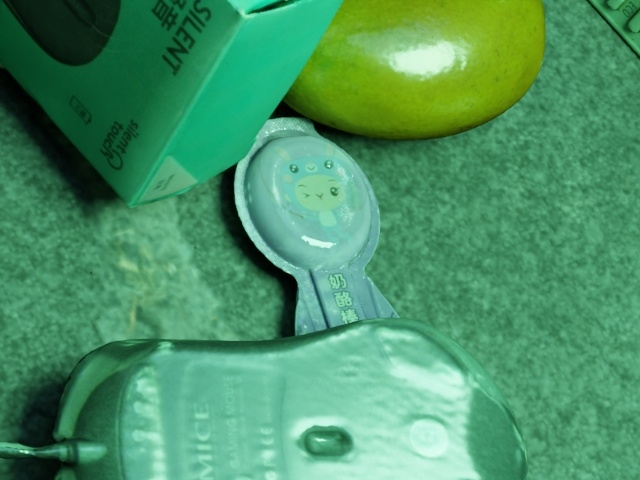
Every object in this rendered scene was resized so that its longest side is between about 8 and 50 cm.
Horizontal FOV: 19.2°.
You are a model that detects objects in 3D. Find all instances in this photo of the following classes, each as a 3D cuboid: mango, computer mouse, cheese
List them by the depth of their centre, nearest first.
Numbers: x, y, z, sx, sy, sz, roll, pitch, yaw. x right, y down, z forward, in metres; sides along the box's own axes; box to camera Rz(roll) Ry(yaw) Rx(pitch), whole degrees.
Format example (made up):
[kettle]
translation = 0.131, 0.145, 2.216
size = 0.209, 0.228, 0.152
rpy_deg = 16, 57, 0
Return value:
[computer mouse]
translation = -0.055, 0.133, 1.165
size = 0.379, 0.090, 0.167
rpy_deg = 4, 63, -16
[cheese]
translation = 0.000, 0.000, 1.283
size = 0.105, 0.042, 0.190
rpy_deg = -9, 69, -27
[mango]
translation = 0.061, -0.139, 1.335
size = 0.221, 0.120, 0.151
rpy_deg = -23, 61, -32

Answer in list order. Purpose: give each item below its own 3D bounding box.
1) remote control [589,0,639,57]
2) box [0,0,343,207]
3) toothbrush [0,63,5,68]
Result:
[remote control]
translation = 0.283, -0.184, 1.445
size = 0.050, 0.145, 0.344
rpy_deg = -38, 82, -30
[box]
translation = -0.146, -0.200, 1.208
size = 0.311, 0.205, 0.118
rpy_deg = 47, 49, 9
[toothbrush]
translation = -0.248, -0.135, 1.254
size = 0.263, 0.026, 0.022
rpy_deg = 14, 51, -16
